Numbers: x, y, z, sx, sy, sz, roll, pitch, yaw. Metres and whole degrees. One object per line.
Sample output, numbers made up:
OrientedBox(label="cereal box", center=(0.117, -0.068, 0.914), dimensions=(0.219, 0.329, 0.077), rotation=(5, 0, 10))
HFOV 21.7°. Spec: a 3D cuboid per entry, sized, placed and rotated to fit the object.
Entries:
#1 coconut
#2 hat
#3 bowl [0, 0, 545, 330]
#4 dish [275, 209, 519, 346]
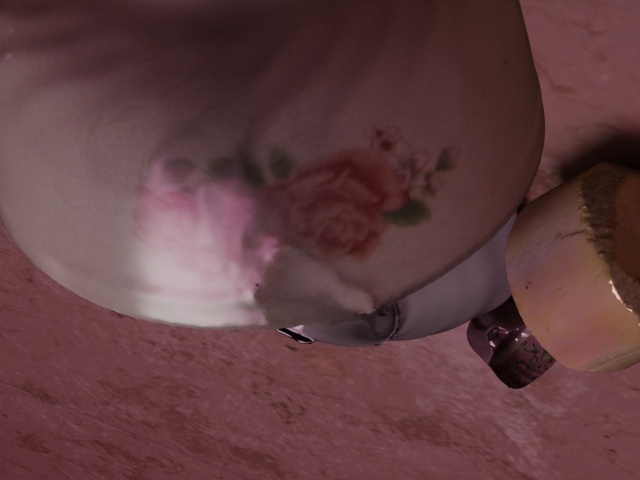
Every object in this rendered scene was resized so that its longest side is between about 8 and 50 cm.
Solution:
OrientedBox(label="coconut", center=(0.168, 0.018, 0.980), dimensions=(0.116, 0.116, 0.122), rotation=(33, 147, -18))
OrientedBox(label="hat", center=(0.136, 0.069, 1.183), dimensions=(0.087, 0.042, 0.058), rotation=(18, 119, -45))
OrientedBox(label="bowl", center=(-0.031, -0.102, 0.781), dimensions=(0.277, 0.277, 0.145), rotation=(13, 134, 21))
OrientedBox(label="dish", center=(0.000, 0.000, 1.094), dimensions=(0.260, 0.085, 0.260), rotation=(21, 149, 13))
